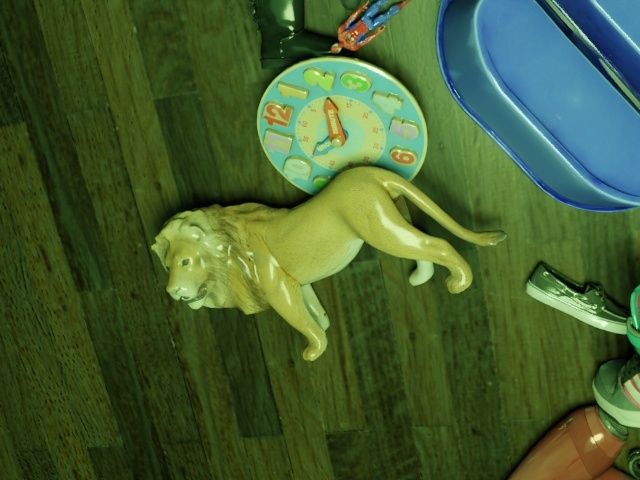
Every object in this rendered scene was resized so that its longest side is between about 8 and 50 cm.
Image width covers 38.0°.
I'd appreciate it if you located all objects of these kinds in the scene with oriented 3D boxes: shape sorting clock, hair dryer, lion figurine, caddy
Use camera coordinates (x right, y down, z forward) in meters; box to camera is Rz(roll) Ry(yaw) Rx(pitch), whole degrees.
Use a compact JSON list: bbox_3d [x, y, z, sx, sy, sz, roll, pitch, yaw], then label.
[{"bbox_3d":[0.024,-0.125,1.100,0.206,0.040,0.206,11,132,12],"label":"shape sorting clock"},{"bbox_3d":[0.377,0.311,1.195,0.293,0.080,0.223,-5,110,15],"label":"hair dryer"},{"bbox_3d":[0.000,0.000,1.129,0.392,0.142,0.240,-30,104,19],"label":"lion figurine"},{"bbox_3d":[0.282,-0.184,0.975,0.241,0.179,0.341,-45,97,0],"label":"caddy"}]

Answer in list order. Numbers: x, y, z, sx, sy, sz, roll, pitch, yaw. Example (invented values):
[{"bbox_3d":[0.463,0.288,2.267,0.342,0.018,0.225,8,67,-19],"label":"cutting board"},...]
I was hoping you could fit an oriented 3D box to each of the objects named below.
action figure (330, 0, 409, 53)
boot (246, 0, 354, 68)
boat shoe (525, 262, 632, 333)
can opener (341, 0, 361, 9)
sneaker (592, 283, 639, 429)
[{"bbox_3d":[0.057,-0.251,1.058,0.115,0.030,0.038,-39,103,6],"label":"action figure"},{"bbox_3d":[-0.024,-0.254,1.087,0.121,0.045,0.099,-2,104,12],"label":"boot"},{"bbox_3d":[0.322,0.071,1.131,0.142,0.049,0.040,22,114,6],"label":"boat shoe"},{"bbox_3d":[0.057,-0.344,1.022,0.073,0.059,0.186,21,114,3],"label":"can opener"},{"bbox_3d":[0.380,0.124,1.030,0.124,0.295,0.178,-24,98,-16],"label":"sneaker"}]
